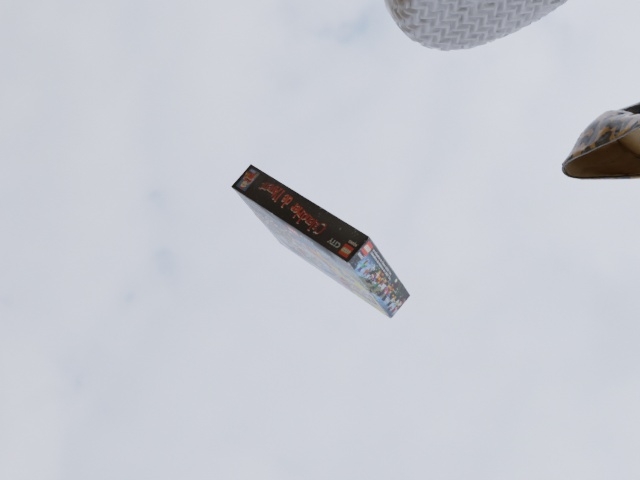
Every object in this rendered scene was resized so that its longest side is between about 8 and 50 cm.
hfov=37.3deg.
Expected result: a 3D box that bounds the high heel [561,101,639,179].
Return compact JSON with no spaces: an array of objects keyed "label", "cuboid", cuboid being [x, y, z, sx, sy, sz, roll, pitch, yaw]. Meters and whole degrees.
[{"label":"high heel","cuboid":[0.300,-0.066,0.858,0.186,0.093,0.261,-33,-166,29]}]

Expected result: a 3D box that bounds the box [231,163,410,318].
[{"label":"box","cuboid":[0.000,0.000,1.267,0.233,0.159,0.044,33,-102,37]}]

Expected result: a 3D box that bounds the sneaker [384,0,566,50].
[{"label":"sneaker","cuboid":[0.135,-0.310,0.620,0.365,0.137,0.210,-57,-140,17]}]
